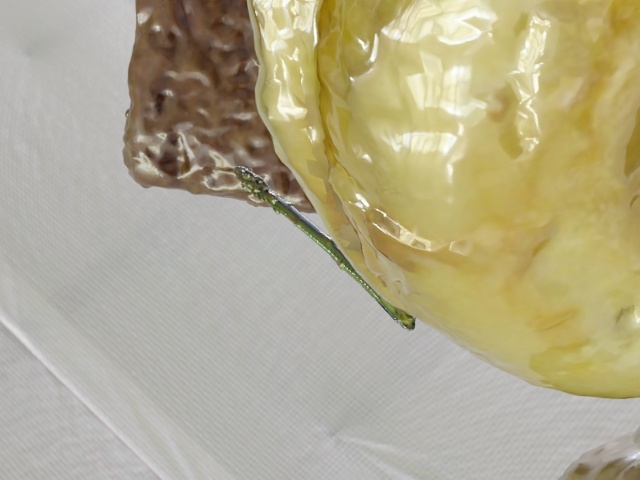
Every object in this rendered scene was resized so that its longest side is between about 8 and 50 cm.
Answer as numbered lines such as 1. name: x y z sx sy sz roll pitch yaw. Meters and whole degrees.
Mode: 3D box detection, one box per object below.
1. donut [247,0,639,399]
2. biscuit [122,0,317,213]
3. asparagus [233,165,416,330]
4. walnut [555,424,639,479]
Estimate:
1. donut: 0.189 -0.108 0.436 0.449 0.448 0.198 -7 -138 -2
2. biscuit: -0.022 -0.195 1.116 0.395 0.166 0.342 7 -85 0
3. asparagus: 0.000 0.000 0.591 0.016 0.013 0.166 -26 -128 -30
4. walnut: 0.245 0.241 0.616 0.277 0.313 0.252 -33 -93 7
